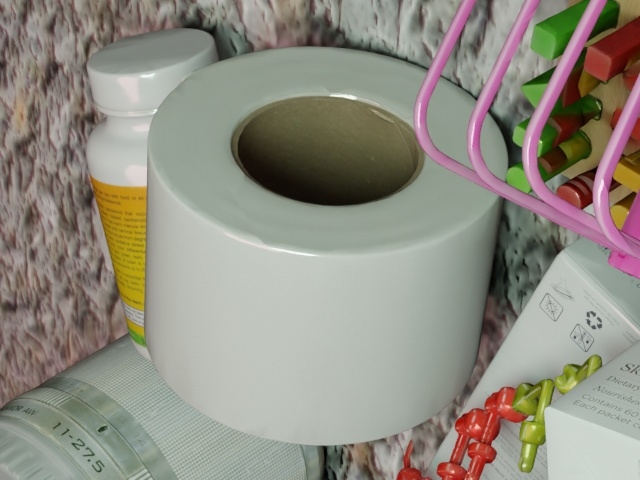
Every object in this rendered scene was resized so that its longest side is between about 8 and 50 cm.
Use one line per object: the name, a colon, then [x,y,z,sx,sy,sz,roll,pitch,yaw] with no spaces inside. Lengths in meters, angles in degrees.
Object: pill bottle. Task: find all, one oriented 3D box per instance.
pill bottle: [-0.108,-0.036,1.537,0.136,0.136,0.245,14,125,44]

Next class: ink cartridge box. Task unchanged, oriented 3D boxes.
ink cartridge box: [0.182,0.150,1.391,0.165,0.065,0.332,46,140,17]

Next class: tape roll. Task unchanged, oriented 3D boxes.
tape roll: [0.000,0.000,1.347,0.246,0.246,0.169,32,136,31]

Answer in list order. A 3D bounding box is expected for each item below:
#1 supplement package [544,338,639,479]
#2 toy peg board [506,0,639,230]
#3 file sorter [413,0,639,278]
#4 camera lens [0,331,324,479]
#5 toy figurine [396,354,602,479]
supplement package: [0.287,0.145,1.097,0.199,0.263,0.198,20,128,40]
toy peg board: [0.195,-0.068,1.213,0.161,0.079,0.161,34,137,30]
file sorter: [0.201,-0.073,0.971,0.202,0.182,0.291,-65,25,3]
camera lens: [-0.150,0.197,1.629,0.219,0.274,0.219,29,134,34]
toy figurine: [0.177,0.230,1.310,0.217,0.191,0.362,27,155,-10]
